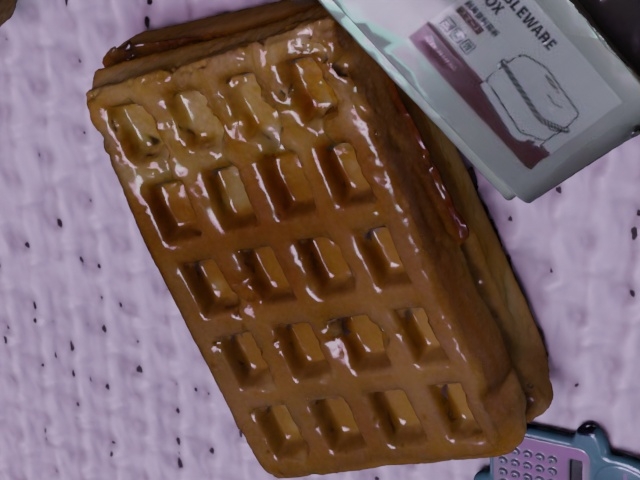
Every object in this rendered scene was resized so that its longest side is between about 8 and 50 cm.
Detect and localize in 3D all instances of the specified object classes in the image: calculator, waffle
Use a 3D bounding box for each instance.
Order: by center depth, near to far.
[{"bbox_3d":[0.000,0.000,1.147,0.224,0.098,0.328,-10,118,32],"label":"waffle"},{"bbox_3d":[0.173,0.164,1.222,0.141,0.019,0.094,10,124,23],"label":"calculator"}]

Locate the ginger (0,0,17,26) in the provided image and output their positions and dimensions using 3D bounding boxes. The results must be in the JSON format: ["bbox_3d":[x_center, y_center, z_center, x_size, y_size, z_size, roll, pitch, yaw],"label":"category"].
[{"bbox_3d":[-0.260,-0.196,1.100,0.270,0.123,0.219,-26,153,23],"label":"ginger"}]

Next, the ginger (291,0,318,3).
[{"bbox_3d":[-0.038,-0.231,1.004,0.104,0.080,0.204,-31,104,19],"label":"ginger"}]

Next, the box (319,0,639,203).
[{"bbox_3d":[0.075,-0.178,0.879,0.166,0.220,0.290,-39,108,16],"label":"box"}]
